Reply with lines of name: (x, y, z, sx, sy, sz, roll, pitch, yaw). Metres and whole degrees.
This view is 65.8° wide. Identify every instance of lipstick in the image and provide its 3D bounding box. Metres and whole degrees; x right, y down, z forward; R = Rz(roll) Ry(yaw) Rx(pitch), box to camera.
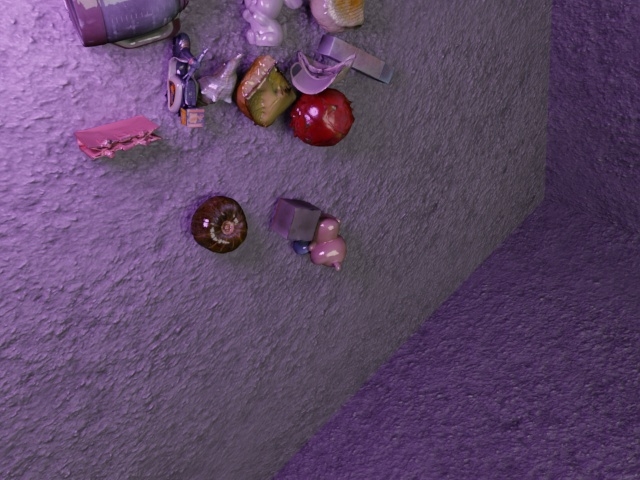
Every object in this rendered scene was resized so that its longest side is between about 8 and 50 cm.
lipstick: (0.148, -0.722, 1.982, 0.371, 0.079, 0.076, 6, 111, -45)

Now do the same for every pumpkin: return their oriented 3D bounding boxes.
pumpkin: (-0.374, -0.057, 1.836, 0.219, 0.162, 0.219, 3, 85, -43)

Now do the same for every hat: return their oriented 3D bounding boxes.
hat: (0.009, -0.592, 1.800, 0.164, 0.219, 0.226, 61, 43, -64)

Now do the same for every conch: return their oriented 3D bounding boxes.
conch: (-0.323, -0.513, 1.618, 0.234, 0.137, 0.114, -37, 126, 6)

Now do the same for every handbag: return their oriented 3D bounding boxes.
handbag: (-0.595, -0.303, 1.459, 0.212, 0.157, 0.059, -26, 129, -31)

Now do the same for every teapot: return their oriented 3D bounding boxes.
teapot: (-0.499, -0.627, 1.304, 0.312, 0.233, 0.315, -19, 167, -22)

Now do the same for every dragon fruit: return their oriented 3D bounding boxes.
dragon fruit: (0.003, -0.469, 1.888, 0.252, 0.241, 0.241, 25, 95, -30)

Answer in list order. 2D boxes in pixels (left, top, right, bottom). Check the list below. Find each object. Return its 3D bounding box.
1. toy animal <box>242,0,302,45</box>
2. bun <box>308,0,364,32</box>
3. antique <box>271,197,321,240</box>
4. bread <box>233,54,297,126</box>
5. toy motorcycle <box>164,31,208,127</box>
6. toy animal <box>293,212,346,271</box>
toy animal: (-0.166, -0.739, 1.634, 0.178, 0.127, 0.193, -9, 118, -43)
bun: (0.050, -0.842, 1.764, 0.243, 0.153, 0.244, -5, 97, -47)
antique: (-0.103, -0.090, 2.068, 0.152, 0.148, 0.147, 2, 111, -44)
bread: (-0.210, -0.512, 1.709, 0.204, 0.162, 0.262, -56, 162, -5)
toy motorcycle: (-0.412, -0.496, 1.523, 0.091, 0.157, 0.263, -15, 125, -39)
toy animal: (0.020, -0.008, 2.205, 0.229, 0.210, 0.221, 22, 105, -11)
